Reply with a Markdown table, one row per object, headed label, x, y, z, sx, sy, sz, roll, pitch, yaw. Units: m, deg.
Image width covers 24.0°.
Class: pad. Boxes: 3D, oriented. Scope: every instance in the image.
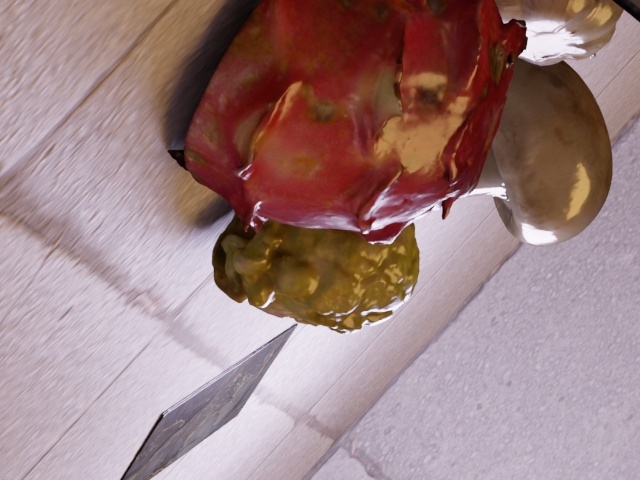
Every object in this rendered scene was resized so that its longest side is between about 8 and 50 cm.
| label | x | y | z | sx | sy | sz | roll | pitch | yaw |
| --- | --- | --- | --- | --- | --- | --- | --- | --- | --- |
| pad | -0.186 | 0.277 | 2.372 | 0.367 | 0.007 | 0.247 | -31 | 158 | -52 |

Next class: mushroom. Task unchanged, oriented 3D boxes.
| label | x | y | z | sx | sy | sz | roll | pitch | yaw |
| --- | --- | --- | --- | --- | --- | --- | --- | --- | --- |
| mushroom | 0.257 | -0.121 | 2.126 | 0.290 | 0.297 | 0.297 | -20 | 165 | 0 |

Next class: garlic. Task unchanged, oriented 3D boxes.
| label | x | y | z | sx | sy | sz | roll | pitch | yaw |
| --- | --- | --- | --- | --- | --- | --- | --- | --- | --- |
| garlic | 0.261 | -0.323 | 1.761 | 0.218 | 0.219 | 0.212 | 52 | 46 | -77 |

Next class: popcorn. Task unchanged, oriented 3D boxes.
| label | x | y | z | sx | sy | sz | roll | pitch | yaw |
| --- | --- | --- | --- | --- | --- | --- | --- | --- | --- |
| popcorn | 0.000 | 0.000 | 1.747 | 0.259 | 0.259 | 0.212 | 73 | 35 | -75 |

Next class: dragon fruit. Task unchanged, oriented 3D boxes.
| label | x | y | z | sx | sy | sz | roll | pitch | yaw |
| --- | --- | --- | --- | --- | --- | --- | --- | --- | --- |
| dragon fruit | 0.055 | -0.143 | 1.449 | 0.371 | 0.249 | 0.386 | -52 | 170 | -4 |

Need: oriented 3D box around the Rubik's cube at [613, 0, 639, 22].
| label | x | y | z | sx | sy | sz | roll | pitch | yaw |
| --- | --- | --- | --- | --- | --- | --- | --- | --- | --- |
| Rubik's cube | 0.332 | -0.410 | 1.421 | 0.292 | 0.293 | 0.287 | -32 | 159 | -56 |
